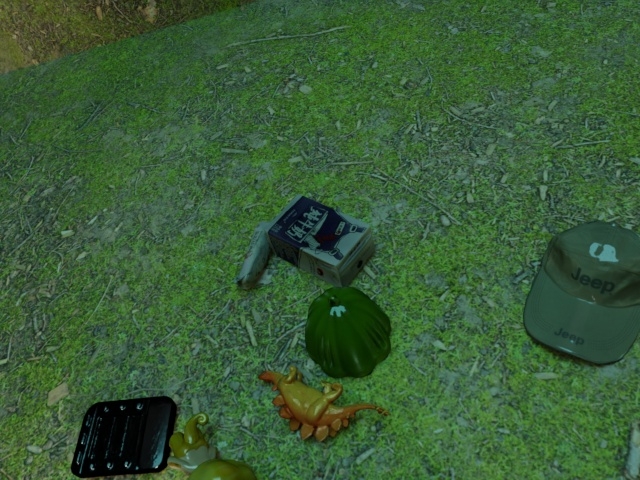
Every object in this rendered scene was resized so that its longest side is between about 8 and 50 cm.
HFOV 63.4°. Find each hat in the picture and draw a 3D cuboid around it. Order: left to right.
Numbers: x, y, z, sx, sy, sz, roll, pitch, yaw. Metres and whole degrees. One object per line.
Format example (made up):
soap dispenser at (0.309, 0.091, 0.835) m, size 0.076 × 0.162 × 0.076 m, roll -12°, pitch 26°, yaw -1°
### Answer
hat at (0.500, 0.086, 0.954) m, size 0.214 × 0.149 × 0.244 m, roll 16°, pitch 47°, yaw 29°

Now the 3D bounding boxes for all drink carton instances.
drink carton at (0.000, 0.001, 1.199) m, size 0.222 × 0.101 × 0.134 m, roll 26°, pitch 60°, yaw 31°

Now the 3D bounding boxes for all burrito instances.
burrito at (-0.153, 0.032, 1.244) m, size 0.064 × 0.064 × 0.203 m, roll 3°, pitch 50°, yaw 19°

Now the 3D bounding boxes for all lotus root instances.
lotus root at (0.040, 0.154, 1.010) m, size 0.186 × 0.186 × 0.186 m, roll -9°, pitch 49°, yaw 10°

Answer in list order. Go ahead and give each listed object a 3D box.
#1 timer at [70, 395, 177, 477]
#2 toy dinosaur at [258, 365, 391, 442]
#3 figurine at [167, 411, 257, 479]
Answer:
timer at (-0.383, 0.388, 1.023) m, size 0.188 × 0.055 × 0.144 m, roll -7°, pitch 51°, yaw 6°
toy dinosaur at (-0.011, 0.312, 0.961) m, size 0.288 × 0.070 × 0.117 m, roll 14°, pitch 67°, yaw 32°
figurine at (-0.190, 0.416, 0.900) m, size 0.156 × 0.131 × 0.246 m, roll -9°, pitch 28°, yaw -38°
